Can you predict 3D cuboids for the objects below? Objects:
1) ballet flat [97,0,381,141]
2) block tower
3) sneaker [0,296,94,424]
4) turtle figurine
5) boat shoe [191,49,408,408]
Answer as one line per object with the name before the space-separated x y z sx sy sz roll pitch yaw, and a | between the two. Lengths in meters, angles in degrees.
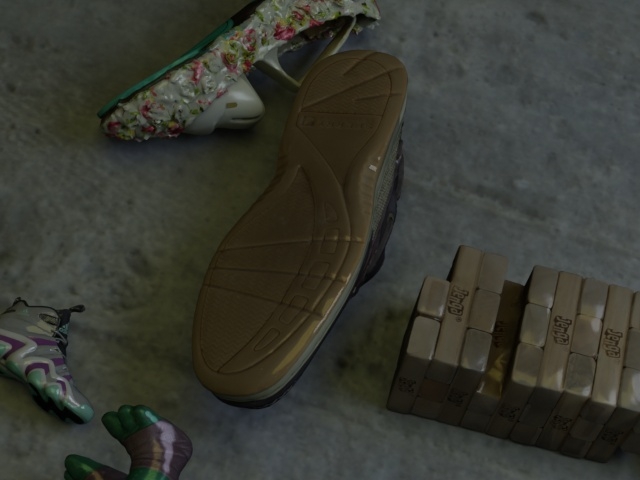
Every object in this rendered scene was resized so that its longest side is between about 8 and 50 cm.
ballet flat | -0.047 -0.129 1.216 0.241 0.091 0.077 -39 93 -20
block tower | 0.221 0.097 1.107 0.335 0.097 0.091 15 61 1
sneaker | -0.172 0.071 1.110 0.098 0.038 0.069 35 64 13
turtle figurine | -0.148 0.214 0.967 0.118 0.175 0.234 45 42 -23
boat shoe | 0.000 0.000 1.137 0.103 0.092 0.285 4 54 23
